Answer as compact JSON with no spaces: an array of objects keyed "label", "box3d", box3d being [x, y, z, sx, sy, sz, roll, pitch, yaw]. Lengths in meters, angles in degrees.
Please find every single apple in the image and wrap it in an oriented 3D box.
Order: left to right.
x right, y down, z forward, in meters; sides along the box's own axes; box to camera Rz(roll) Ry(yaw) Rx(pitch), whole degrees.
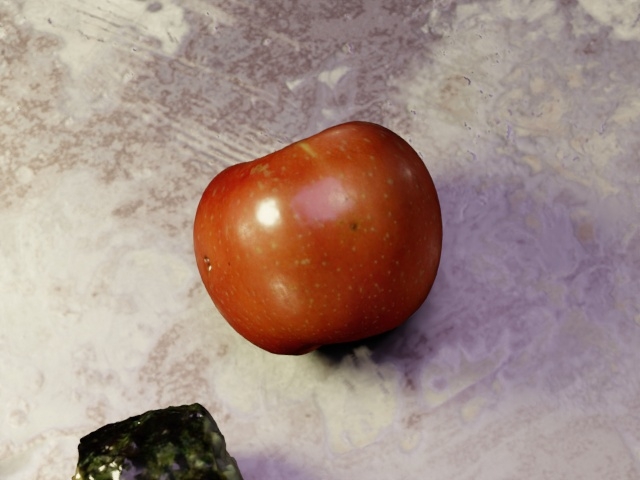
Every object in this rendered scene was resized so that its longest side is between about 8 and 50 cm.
[{"label":"apple","box3d":[0.000,0.000,1.673,0.260,0.260,0.216,-19,92,-10]}]

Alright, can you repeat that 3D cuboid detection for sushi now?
[{"label":"sushi","box3d":[-0.120,0.322,1.551,0.171,0.211,0.350,-25,62,-7]}]
